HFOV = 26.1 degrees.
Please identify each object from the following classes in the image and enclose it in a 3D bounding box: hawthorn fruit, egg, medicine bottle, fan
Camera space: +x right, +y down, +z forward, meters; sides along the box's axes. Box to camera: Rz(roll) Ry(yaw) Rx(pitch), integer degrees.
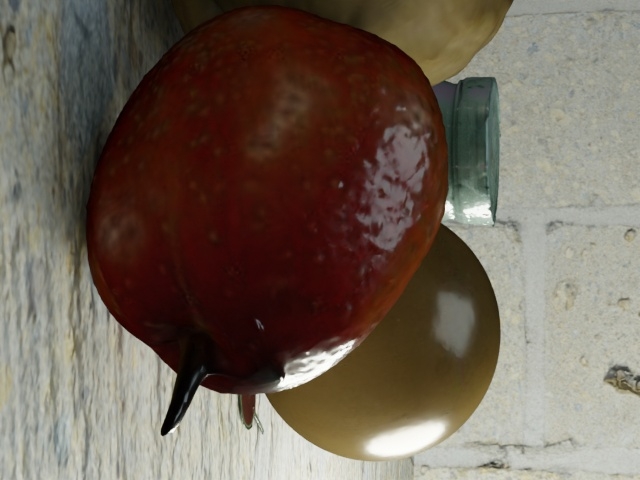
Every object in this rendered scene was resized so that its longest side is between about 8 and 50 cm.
[{"bbox_3d":[-0.053,-0.007,1.095,0.285,0.284,0.369,77,34,-53],"label":"hawthorn fruit"},{"bbox_3d":[0.067,0.115,1.664,0.374,0.301,0.301,62,29,-69],"label":"egg"},{"bbox_3d":[0.088,-0.114,1.821,0.245,0.289,0.245,0,90,-80],"label":"medicine bottle"},{"bbox_3d":[-0.082,0.198,1.667,0.133,0.005,0.085,76,17,-51],"label":"fan"}]

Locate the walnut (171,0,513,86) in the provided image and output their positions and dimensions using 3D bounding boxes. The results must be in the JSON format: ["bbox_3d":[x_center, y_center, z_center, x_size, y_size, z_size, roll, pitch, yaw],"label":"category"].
[{"bbox_3d":[0.018,-0.294,1.288,0.381,0.381,0.381,0,90,-80],"label":"walnut"}]
